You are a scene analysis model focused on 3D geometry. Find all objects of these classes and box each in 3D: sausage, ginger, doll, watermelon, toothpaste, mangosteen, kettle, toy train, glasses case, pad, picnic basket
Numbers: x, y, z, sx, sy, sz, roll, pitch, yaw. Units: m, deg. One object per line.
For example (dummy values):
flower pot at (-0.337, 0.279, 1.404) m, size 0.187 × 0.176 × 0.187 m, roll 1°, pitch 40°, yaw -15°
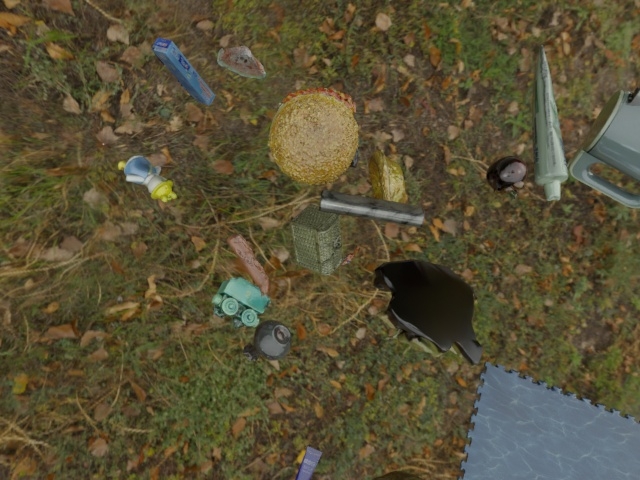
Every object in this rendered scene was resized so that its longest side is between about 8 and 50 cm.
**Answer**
sausage at (-0.157, 0.054, 1.009) m, size 0.042 × 0.036 × 0.157 m, roll -29°, pitch 84°, yaw -26°
ginger at (0.327, 0.255, 1.418) m, size 0.414 × 0.358 × 0.211 m, roll 17°, pitch 133°, yaw -16°
doll at (-0.625, -0.226, 1.637) m, size 0.241 × 0.135 × 0.098 m, roll 41°, pitch 94°, yaw 10°
watermelon at (-0.273, -0.665, 1.641) m, size 0.187 × 0.139 × 0.071 m, roll 13°, pitch 80°, yaw -24°
toothpaste at (-0.449, -0.555, 1.495) m, size 0.053 × 0.066 × 0.272 m, roll -65°, pitch 157°, yaw -11°
mangosteen at (0.602, -0.199, 1.444) m, size 0.140 × 0.140 × 0.140 m, roll -6°, pitch 103°, yaw -25°
kettle at (0.594, -0.144, 0.791) m, size 0.160 × 0.243 × 0.210 m, roll -54°, pitch 163°, yaw -30°
toy train at (-0.305, 0.236, 1.713) m, size 0.203 × 0.112 × 0.163 m, roll 35°, pitch 61°, yaw -22°
toothpaste at (-0.025, 0.318, 0.597) m, size 0.024 × 0.015 × 0.083 m, roll 32°, pitch 72°, yaw -15°
glasses case at (0.147, -0.094, 1.320) m, size 0.300 × 0.114 × 0.060 m, roll 10°, pitch 106°, yaw 1°
pad at (0.309, 0.323, 0.572) m, size 0.270 × 0.012 × 0.268 m, roll 19°, pitch 63°, yaw 6°
picnic basket at (0.000, 0.000, 1.570) m, size 0.134 × 0.154 × 0.196 m, roll -46°, pitch 141°, yaw -42°
toothpaste at (0.310, -0.159, 0.619) m, size 0.064 × 0.041 × 0.218 m, roll 37°, pitch 52°, yaw -66°

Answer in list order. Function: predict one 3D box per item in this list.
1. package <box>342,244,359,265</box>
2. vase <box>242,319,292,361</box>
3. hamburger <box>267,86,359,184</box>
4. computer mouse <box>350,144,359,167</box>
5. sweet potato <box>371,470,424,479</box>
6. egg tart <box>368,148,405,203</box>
package at (0.132, 0.067, 1.939) m, size 0.110 × 0.033 × 0.077 m, roll -49°, pitch 153°, yaw 9°
vase at (-0.168, 0.316, 1.360) m, size 0.120 × 0.183 × 0.120 m, roll 27°, pitch 45°, yaw -30°
hamburger at (-0.022, -0.316, 1.376) m, size 0.276 × 0.179 × 0.294 m, roll 5°, pitch 106°, yaw -10°
computer mouse at (0.097, -0.364, 1.737) m, size 0.087 × 0.295 × 0.168 m, roll -9°, pitch 106°, yaw -19°
sweet potato at (0.181, 0.530, 0.989) m, size 0.041 × 0.153 × 0.038 m, roll -29°, pitch 106°, yaw -58°
egg tart at (0.292, -0.242, 1.930) m, size 0.128 × 0.319 × 0.318 m, roll -8°, pitch 106°, yaw -1°
